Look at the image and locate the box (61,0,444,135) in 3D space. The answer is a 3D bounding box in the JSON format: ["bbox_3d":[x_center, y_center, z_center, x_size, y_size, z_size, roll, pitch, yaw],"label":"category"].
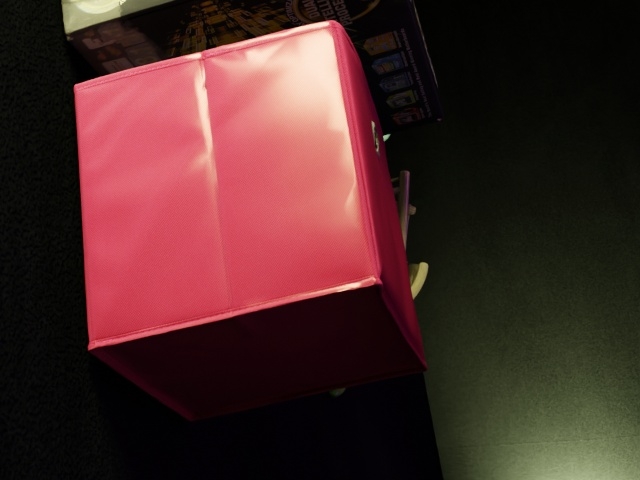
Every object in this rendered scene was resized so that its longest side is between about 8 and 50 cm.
[{"bbox_3d":[-0.051,-0.205,1.204,0.395,0.318,0.097,56,23,-68],"label":"box"}]

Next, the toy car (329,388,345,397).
[{"bbox_3d":[0.019,0.153,1.923,0.239,0.053,0.225,39,39,-75],"label":"toy car"}]

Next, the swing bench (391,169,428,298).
[{"bbox_3d":[0.100,0.015,2.121,0.253,0.165,0.255,-167,-118,-85],"label":"swing bench"}]

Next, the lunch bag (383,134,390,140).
[{"bbox_3d":[-0.008,-0.277,1.767,0.160,0.262,0.223,-51,134,-33],"label":"lunch bag"}]

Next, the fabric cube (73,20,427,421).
[{"bbox_3d":[-0.059,-0.007,1.054,0.254,0.259,0.258,60,18,-63],"label":"fabric cube"}]
